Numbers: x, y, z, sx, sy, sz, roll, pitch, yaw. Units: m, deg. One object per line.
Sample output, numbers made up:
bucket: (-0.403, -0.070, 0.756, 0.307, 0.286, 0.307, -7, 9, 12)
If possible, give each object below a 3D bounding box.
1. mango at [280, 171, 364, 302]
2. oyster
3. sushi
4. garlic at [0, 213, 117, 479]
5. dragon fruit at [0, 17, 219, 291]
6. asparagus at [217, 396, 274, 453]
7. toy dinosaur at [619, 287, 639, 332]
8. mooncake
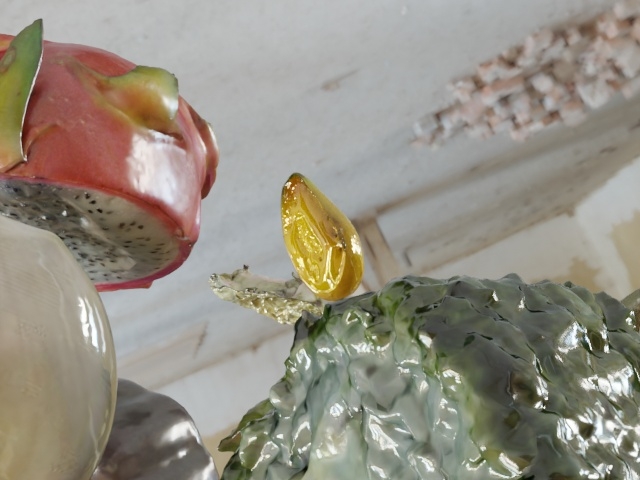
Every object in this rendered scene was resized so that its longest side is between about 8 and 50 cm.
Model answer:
mango: (0.000, 0.000, 1.368, 0.101, 0.187, 0.066, -31, 173, 36)
oyster: (-0.076, 0.086, 1.585, 0.209, 0.072, 0.133, 5, -168, 15)
sushi: (0.083, 0.202, 0.597, 0.178, 0.352, 0.294, 7, 141, -36)
garlic: (-0.293, 0.112, 0.886, 0.246, 0.340, 0.231, 11, -174, -8)
dragon fruit: (-0.230, -0.079, 0.971, 0.291, 0.189, 0.290, 7, 156, 3)
asparagus: (0.069, 0.159, 1.030, 0.343, 0.082, 0.085, -13, -153, 1)
toy dinosaur: (0.345, 0.083, 0.809, 0.162, 0.294, 0.077, -28, -149, 20)
mooncake: (-0.275, 0.322, 1.308, 0.306, 0.306, 0.154, -34, 171, 39)
